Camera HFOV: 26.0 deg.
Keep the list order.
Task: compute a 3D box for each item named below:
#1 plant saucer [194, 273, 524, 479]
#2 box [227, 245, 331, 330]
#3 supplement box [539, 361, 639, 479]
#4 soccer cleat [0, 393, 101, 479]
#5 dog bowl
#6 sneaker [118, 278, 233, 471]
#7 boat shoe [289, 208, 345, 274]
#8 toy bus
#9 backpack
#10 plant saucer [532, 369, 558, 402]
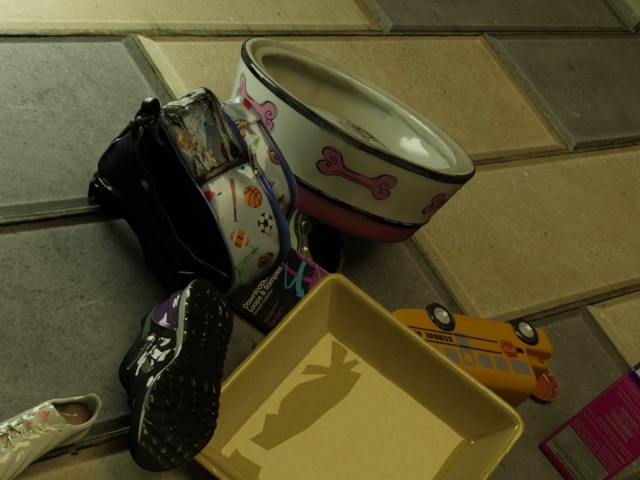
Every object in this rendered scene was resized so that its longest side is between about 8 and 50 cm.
[{"bbox_3d":[0.038,0.256,1.771,0.333,0.081,0.333,38,59,11],"label":"plant saucer"},{"bbox_3d":[-0.043,0.077,1.966,0.162,0.116,0.029,34,-2,-9],"label":"box"},{"bbox_3d":[0.461,0.283,2.135,0.114,0.220,0.111,53,37,12],"label":"supplement box"},{"bbox_3d":[-0.329,0.219,1.564,0.068,0.076,0.196,51,36,12],"label":"soccer cleat"},{"bbox_3d":[0.028,-0.149,2.149,0.408,0.150,0.408,27,18,-9],"label":"dog bowl"},{"bbox_3d":[-0.194,0.181,1.708,0.107,0.124,0.283,48,35,-26],"label":"sneaker"},{"bbox_3d":[0.007,0.004,2.099,0.095,0.095,0.257,30,37,-17],"label":"boat shoe"},{"bbox_3d":[0.211,0.184,2.094,0.333,0.108,0.130,12,45,-36],"label":"toy bus"},{"bbox_3d":[-0.158,-0.049,1.860,0.213,0.276,0.263,-21,82,-27],"label":"backpack"},{"bbox_3d":[0.352,0.229,2.265,0.083,0.013,0.083,25,39,-22],"label":"plant saucer"}]
